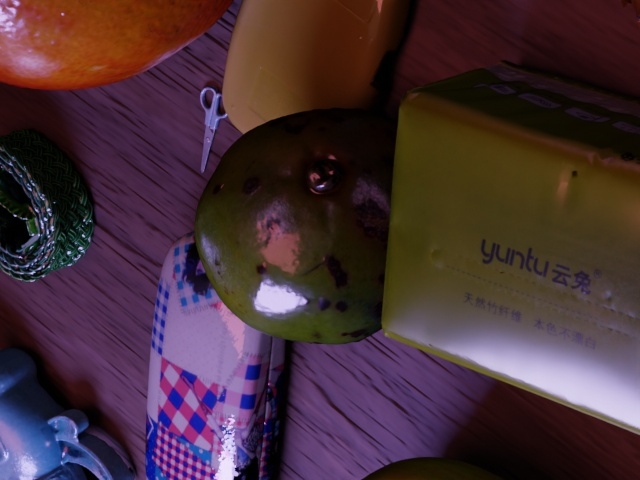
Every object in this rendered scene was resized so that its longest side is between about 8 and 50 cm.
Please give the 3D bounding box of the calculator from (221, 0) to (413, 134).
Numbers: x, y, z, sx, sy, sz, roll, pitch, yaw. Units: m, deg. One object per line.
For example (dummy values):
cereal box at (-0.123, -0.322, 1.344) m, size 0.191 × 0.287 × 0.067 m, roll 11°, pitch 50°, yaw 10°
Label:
calculator at (-0.011, -0.154, 1.566) m, size 0.157 × 0.033 × 0.236 m, roll 38°, pitch 128°, yaw 22°

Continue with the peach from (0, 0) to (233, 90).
peach at (-0.208, -0.281, 1.511) m, size 0.242 × 0.380 × 0.306 m, roll -3°, pitch 77°, yaw 41°

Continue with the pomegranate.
pomegranate at (0.000, 0.000, 1.518) m, size 0.202 × 0.202 × 0.248 m, roll 50°, pitch 163°, yaw 15°

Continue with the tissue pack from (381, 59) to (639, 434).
tissue pack at (0.199, 0.005, 1.355) m, size 0.275 × 0.167 × 0.200 m, roll 20°, pitch 117°, yaw 33°

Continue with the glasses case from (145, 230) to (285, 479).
glasses case at (-0.098, 0.147, 1.711) m, size 0.125 × 0.076 × 0.327 m, roll 22°, pitch 117°, yaw 34°

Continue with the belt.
belt at (-0.291, -0.034, 1.808) m, size 0.121 × 0.079 × 0.151 m, roll -34°, pitch 81°, yaw 42°

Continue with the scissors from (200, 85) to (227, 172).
scissors at (-0.099, -0.097, 1.676) m, size 0.036 × 0.006 × 0.083 m, roll 32°, pitch 123°, yaw 30°

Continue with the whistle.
whistle at (-0.287, 0.223, 1.889) m, size 0.186 × 0.093 × 0.274 m, roll -28°, pitch 90°, yaw 41°

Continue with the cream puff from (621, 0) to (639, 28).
cream puff at (0.266, -0.174, 1.287) m, size 0.133 × 0.104 × 0.119 m, roll 31°, pitch 116°, yaw 27°

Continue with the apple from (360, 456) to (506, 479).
apple at (0.086, 0.293, 1.498) m, size 0.246 × 0.246 × 0.226 m, roll -46°, pitch 69°, yaw 39°
